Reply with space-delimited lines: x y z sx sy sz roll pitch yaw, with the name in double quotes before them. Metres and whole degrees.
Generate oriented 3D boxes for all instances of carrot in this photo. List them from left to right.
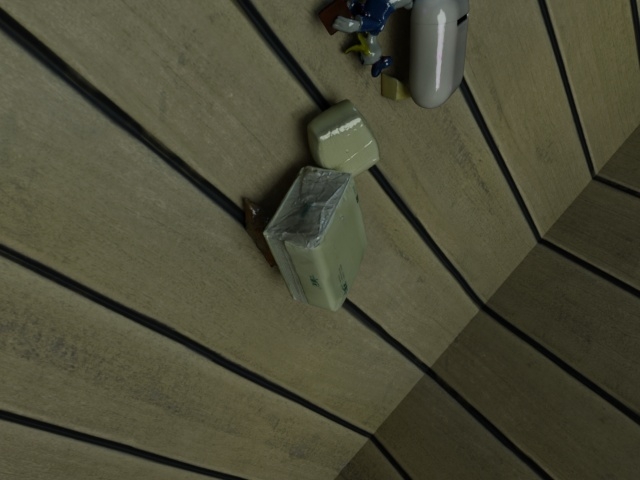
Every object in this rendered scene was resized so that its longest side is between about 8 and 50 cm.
"carrot" -0.180 -0.036 1.717 0.101 0.102 0.263 -37 129 -13

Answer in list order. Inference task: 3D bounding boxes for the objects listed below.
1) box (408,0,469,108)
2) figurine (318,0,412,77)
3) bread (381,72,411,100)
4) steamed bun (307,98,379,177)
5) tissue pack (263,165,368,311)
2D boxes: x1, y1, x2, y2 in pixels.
"box" 0.366 -0.602 1.670 0.289 0.141 0.349 -47 141 -49
"figurine" 0.140 -0.607 1.514 0.283 0.205 0.339 -20 133 -12
"bread" 0.262 -0.503 1.752 0.109 0.084 0.080 -20 129 -26
"steamed bun" 0.060 -0.306 1.672 0.199 0.155 0.250 -32 134 1
"tissue pack" 0.000 0.000 1.695 0.297 0.207 0.381 -63 154 -27
